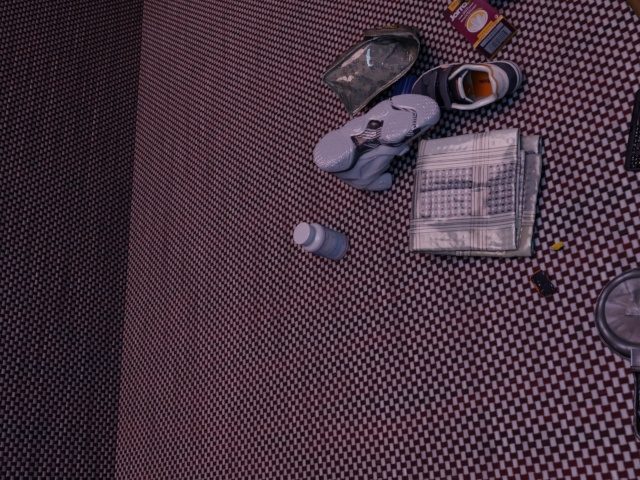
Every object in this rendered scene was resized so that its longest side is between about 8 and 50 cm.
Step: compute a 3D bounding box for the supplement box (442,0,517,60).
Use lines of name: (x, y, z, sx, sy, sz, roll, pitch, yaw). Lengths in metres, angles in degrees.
supplement box: (0.425, -0.587, 1.742, 0.104, 0.081, 0.188, -47, 47, 23)

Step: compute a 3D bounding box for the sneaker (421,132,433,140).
sneaker: (0.308, -0.204, 1.725, 0.086, 0.064, 0.192, -48, 49, 15)

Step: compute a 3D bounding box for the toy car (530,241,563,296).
toy car: (0.514, 0.065, 1.447, 0.122, 0.060, 0.040, -51, -2, -4)

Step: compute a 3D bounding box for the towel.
towel: (0.372, -0.115, 1.584, 0.324, 0.056, 0.312, 0, 75, 32)

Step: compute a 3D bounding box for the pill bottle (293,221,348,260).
pill bottle: (0.000, 0.000, 1.893, 0.087, 0.160, 0.087, -20, 61, 40)

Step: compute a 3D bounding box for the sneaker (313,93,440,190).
sneaker: (0.180, -0.261, 1.796, 0.366, 0.210, 0.137, -23, 58, 21)

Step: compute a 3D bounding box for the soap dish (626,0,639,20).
soap dish: (0.773, -0.624, 1.373, 0.291, 0.118, 0.228, -35, 52, 33)

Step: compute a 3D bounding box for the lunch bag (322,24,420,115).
lunch bag: (0.160, -0.522, 1.874, 0.287, 0.169, 0.235, -36, 15, 19)

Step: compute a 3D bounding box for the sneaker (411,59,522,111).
sneaker: (0.350, -0.400, 1.690, 0.321, 0.127, 0.126, -4, 108, 45)

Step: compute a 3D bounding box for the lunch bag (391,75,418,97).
lunch bag: (0.256, -0.427, 1.865, 0.065, 0.067, 0.098, 8, 80, 47)

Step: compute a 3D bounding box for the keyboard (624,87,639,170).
keyboard: (0.697, -0.242, 1.363, 0.100, 0.038, 0.192, 2, 77, 46)

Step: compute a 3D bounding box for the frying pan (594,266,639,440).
frying pan: (0.608, 0.200, 1.280, 0.197, 0.053, 0.326, 27, 91, 48)
